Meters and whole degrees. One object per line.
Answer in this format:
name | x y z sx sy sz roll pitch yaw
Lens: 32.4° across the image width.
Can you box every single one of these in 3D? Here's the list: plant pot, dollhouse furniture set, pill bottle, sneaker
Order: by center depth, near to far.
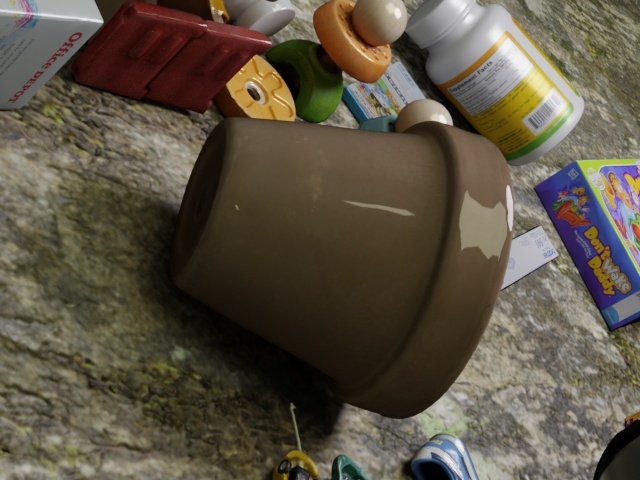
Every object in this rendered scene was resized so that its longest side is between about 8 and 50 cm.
plant pot | 0.000 0.000 0.946 0.229 0.263 0.263 17 46 -17
dollhouse furniture set | -0.080 -0.298 0.956 0.152 0.374 0.201 8 57 -43
sneaker | 0.132 0.252 1.033 0.059 0.053 0.144 -10 61 -55
pill bottle | -0.091 -0.295 1.194 0.086 0.086 0.152 -16 74 -55
pill bottle | 0.230 -0.231 1.491 0.245 0.136 0.136 45 35 -15

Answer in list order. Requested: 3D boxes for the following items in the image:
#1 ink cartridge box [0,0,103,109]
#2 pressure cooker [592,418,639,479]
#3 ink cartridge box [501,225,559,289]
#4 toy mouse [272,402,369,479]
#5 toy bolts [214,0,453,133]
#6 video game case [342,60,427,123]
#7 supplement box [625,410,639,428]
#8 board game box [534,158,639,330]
ink cartridge box | -0.282 -0.182 0.820 0.176 0.128 0.127 -7 67 -54
pressure cooker | 0.464 0.382 1.047 0.370 0.375 0.420 34 35 -28
ink cartridge box | 0.184 0.042 1.234 0.207 0.097 0.046 -21 79 -55
toy mouse | 0.013 0.236 0.914 0.143 0.031 0.161 34 39 -28
toy bolts | 0.028 -0.150 1.149 0.218 0.158 0.228 -17 75 -55
video game case | 0.096 -0.157 1.372 0.119 0.015 0.166 55 33 -1
supplement box | 0.417 0.253 1.382 0.043 0.055 0.083 41 35 -18
board game box | 0.481 -0.005 1.663 0.347 0.078 0.233 -7 67 -53
